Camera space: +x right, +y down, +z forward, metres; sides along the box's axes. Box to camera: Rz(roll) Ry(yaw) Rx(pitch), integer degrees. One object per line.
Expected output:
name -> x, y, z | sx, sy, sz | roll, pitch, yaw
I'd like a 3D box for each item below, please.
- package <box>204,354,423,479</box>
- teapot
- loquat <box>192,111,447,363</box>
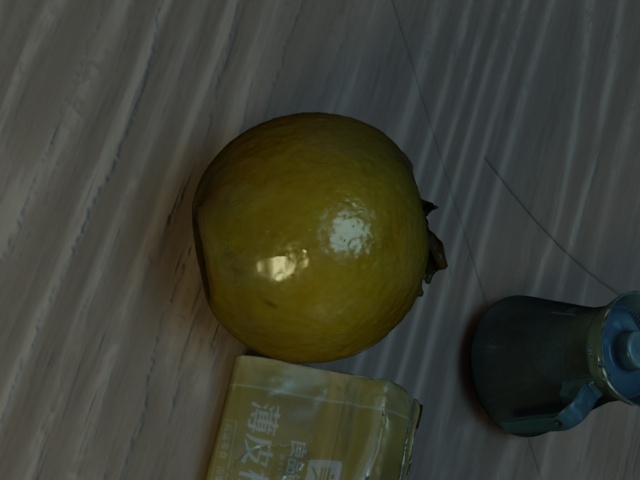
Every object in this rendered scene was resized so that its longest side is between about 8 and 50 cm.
package -> -0.004, 0.293, 1.736 | 0.221, 0.165, 0.311 | 26, 66, -31
teapot -> 0.287, 0.149, 1.943 | 0.171, 0.225, 0.203 | 52, 56, -17
loquat -> 0.000, 0.000, 1.733 | 0.275, 0.275, 0.275 | 8, 77, -36
